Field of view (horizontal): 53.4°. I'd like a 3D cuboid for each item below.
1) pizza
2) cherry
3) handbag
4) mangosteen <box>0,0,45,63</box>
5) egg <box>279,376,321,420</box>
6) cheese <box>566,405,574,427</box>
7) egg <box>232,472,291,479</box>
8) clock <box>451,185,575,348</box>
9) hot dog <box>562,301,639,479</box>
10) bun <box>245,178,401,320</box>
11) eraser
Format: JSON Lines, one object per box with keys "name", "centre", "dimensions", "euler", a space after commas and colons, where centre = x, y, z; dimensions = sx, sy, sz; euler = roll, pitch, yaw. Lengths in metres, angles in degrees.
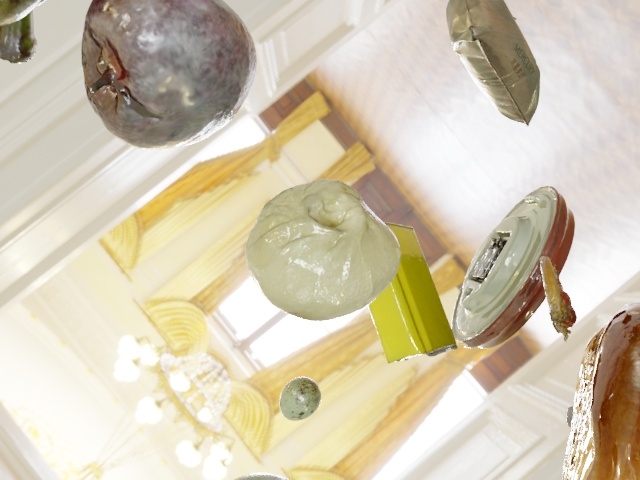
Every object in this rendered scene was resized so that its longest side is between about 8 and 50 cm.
{"name": "pizza", "centre": [0.281, 0.057, 0.758], "dimensions": [0.100, 0.029, 0.099], "euler": [50, -147, -52]}
{"name": "cherry", "centre": [-0.164, -0.191, 0.699], "dimensions": [0.195, 0.195, 0.195], "euler": [51, 177, 4]}
{"name": "handbag", "centre": [0.293, -0.326, 1.079], "dimensions": [0.270, 0.117, 0.182], "euler": [34, -133, -47]}
{"name": "mangosteen", "centre": [-0.418, -0.397, 0.715], "dimensions": [0.330, 0.330, 0.330], "euler": [51, 177, 4]}
{"name": "egg", "centre": [-0.045, 0.343, 1.371], "dimensions": [0.085, 0.110, 0.085], "euler": [22, -144, -17]}
{"name": "cheese", "centre": [0.507, 0.255, 0.990], "dimensions": [0.052, 0.245, 0.135], "euler": [66, -154, -12]}
{"name": "egg", "centre": [-0.085, 0.460, 1.010], "dimensions": [0.231, 0.168, 0.168], "euler": [47, 180, -38]}
{"name": "clock", "centre": [0.322, 0.044, 1.125], "dimensions": [0.080, 0.318, 0.318], "euler": [31, 178, -4]}
{"name": "hot dog", "centre": [0.315, 0.180, 0.546], "dimensions": [0.185, 0.405, 0.223], "euler": [14, 124, 20]}
{"name": "bun", "centre": [0.000, 0.000, 0.345], "dimensions": [0.086, 0.086, 0.055], "euler": [49, 152, 38]}
{"name": "eraser", "centre": [0.126, 0.079, 1.010], "dimensions": [0.158, 0.069, 0.226], "euler": [4, -117, -56]}
